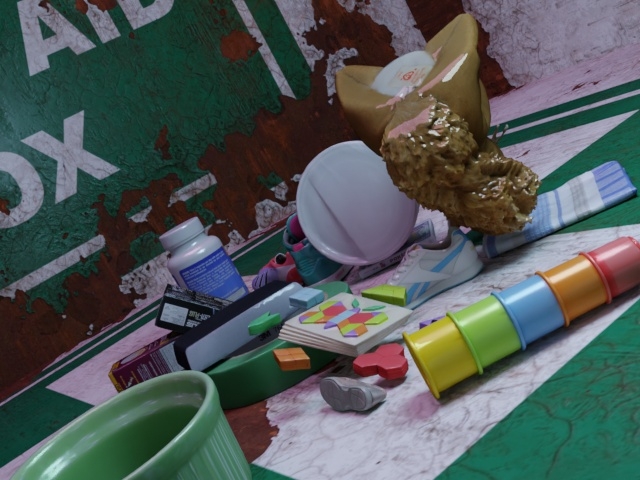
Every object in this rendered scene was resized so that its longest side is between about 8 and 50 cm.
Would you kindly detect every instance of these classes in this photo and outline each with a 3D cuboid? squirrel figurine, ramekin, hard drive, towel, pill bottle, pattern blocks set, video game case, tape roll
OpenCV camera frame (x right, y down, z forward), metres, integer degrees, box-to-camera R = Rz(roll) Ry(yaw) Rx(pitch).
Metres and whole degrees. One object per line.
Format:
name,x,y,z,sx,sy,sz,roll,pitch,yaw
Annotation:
squirrel figurine,0.241,-0.143,1.561,0.281,0.370,0.397,-25,39,17
ramekin,-0.234,0.310,1.078,0.303,0.148,0.303,-26,14,7
hard drive,-0.149,0.152,1.579,0.255,0.054,0.172,-31,10,-17
ramekin,0.092,-0.085,1.880,0.273,0.273,0.127,-25,-2,21
towel,0.427,-0.059,1.572,0.285,0.034,0.209,-25,10,19
pill bottle,-0.293,0.083,2.179,0.152,0.272,0.152,-27,9,5
pattern blocks set,0.040,0.131,1.361,0.325,0.026,0.285,2,22,34
video game case,0.174,0.015,1.948,0.183,0.023,0.201,-27,9,10
tape roll,-0.074,0.187,1.577,0.321,0.077,0.321,-27,9,5

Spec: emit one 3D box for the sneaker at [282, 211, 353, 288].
sneaker,0.000,0.000,2.055,0.124,0.178,0.295,-25,9,22

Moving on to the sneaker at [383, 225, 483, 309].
sneaker,0.166,0.060,1.510,0.229,0.092,0.087,-29,11,3

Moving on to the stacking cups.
stacking cups,0.262,0.086,1.079,0.316,0.096,0.096,-28,9,1

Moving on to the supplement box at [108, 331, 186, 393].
supplement box,-0.376,0.280,1.949,0.188,0.081,0.104,-29,9,-4

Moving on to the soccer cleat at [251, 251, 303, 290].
soccer cleat,-0.110,0.078,2.218,0.083,0.095,0.248,-34,11,-33

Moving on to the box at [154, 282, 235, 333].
box,-0.280,0.169,1.969,0.147,0.180,0.077,-135,61,-80

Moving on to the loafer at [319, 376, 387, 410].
loafer,0.045,0.215,1.202,0.039,0.045,0.125,-7,2,-31
